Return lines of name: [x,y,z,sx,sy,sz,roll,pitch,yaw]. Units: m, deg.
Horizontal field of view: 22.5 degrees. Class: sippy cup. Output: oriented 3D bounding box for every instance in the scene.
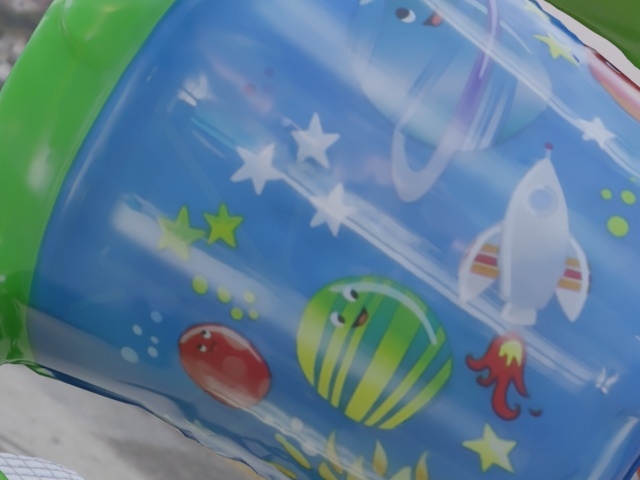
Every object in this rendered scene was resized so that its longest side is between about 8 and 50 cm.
sippy cup: [0.029,0.003,0.577,0.224,0.305,0.240,35,3,16]

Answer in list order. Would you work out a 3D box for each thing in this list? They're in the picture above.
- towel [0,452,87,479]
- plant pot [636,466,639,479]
towel: [-0.268,0.259,1.246,0.283,0.121,0.235,10,11,-35]
plant pot: [0.488,0.309,1.558,0.267,0.236,0.267,-27,-51,27]
